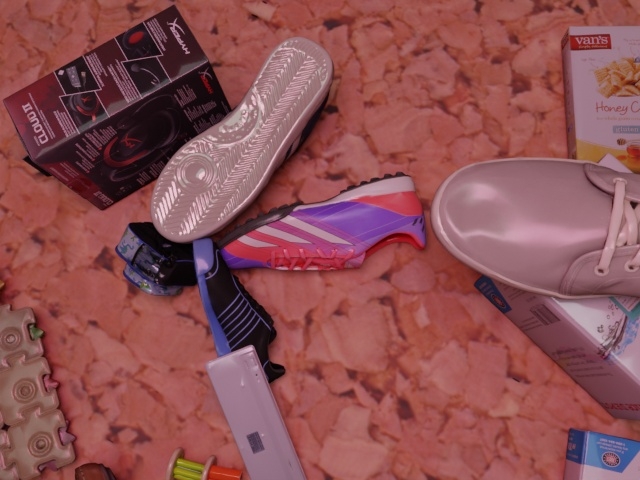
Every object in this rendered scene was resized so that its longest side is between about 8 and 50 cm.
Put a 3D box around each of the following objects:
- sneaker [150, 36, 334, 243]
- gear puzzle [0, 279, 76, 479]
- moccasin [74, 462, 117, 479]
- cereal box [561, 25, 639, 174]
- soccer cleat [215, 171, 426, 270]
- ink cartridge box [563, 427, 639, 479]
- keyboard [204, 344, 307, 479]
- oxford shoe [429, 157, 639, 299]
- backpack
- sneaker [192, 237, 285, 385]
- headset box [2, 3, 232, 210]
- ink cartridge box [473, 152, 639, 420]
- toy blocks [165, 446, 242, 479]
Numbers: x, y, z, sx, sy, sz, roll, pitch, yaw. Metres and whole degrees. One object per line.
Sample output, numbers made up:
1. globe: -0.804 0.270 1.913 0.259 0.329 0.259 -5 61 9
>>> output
1. sneaker: -0.104 -0.132 0.913 0.131 0.148 0.350 43 88 4
2. gear puzzle: -0.484 0.192 0.903 0.175 0.044 0.339 -20 80 -9
3. moccasin: -0.321 0.484 0.779 0.146 0.139 0.381 7 85 -21
4. cereal box: 0.468 -0.214 0.940 0.172 0.047 0.241 1 77 4
5. soccer cleat: 0.000 0.000 0.895 0.318 0.108 0.117 -18 80 -3
6. ink cartridge box: 0.390 0.355 0.792 0.139 0.082 0.191 11 79 7
7. keyboard: -0.080 0.273 0.842 0.072 0.014 0.256 -21 94 4
8. oxford shoe: 0.345 -0.007 0.656 0.448 0.130 0.169 14 79 8
9. backpack: -0.243 0.027 0.903 0.114 0.105 0.084 36 102 20
10. sneaker: -0.116 0.101 0.868 0.090 0.081 0.233 -16 103 -10
11. headset box: -0.285 -0.173 0.894 0.293 0.218 0.110 -31 75 -3
12. ink cartridge box: 0.382 0.071 0.802 0.197 0.198 0.270 -43 78 -7
13. toy blocks: -0.144 0.363 0.841 0.148 0.054 0.123 13 78 7
